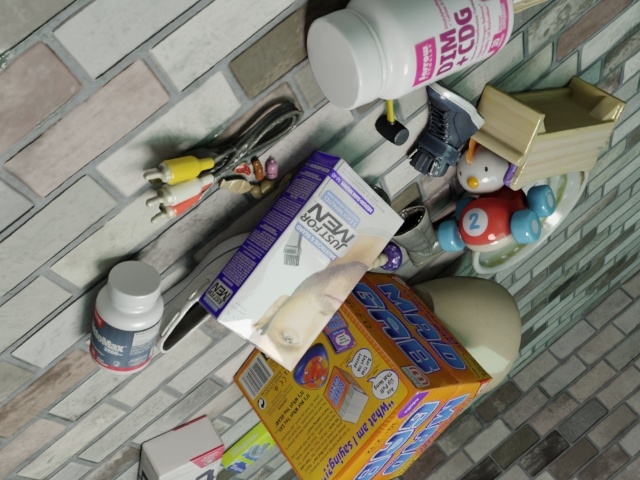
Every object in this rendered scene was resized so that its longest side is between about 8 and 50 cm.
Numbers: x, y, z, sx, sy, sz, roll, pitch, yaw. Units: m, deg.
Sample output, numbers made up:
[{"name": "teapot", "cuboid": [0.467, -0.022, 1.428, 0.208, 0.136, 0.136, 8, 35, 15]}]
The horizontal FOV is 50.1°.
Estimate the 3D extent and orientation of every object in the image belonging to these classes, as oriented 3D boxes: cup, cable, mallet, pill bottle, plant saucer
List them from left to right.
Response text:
[{"name": "pill bottle", "cuboid": [-0.316, 0.124, 1.120, 0.107, 0.108, 0.180, -14, 139, -38]}, {"name": "cable", "cuboid": [-0.144, -0.110, 1.047, 0.287, 0.072, 0.139, -26, 152, -25]}, {"name": "mallet", "cuboid": [0.125, -0.243, 1.186, 0.039, 0.062, 0.190, -32, 148, -17]}, {"name": "pill bottle", "cuboid": [0.132, -0.306, 1.015, 0.283, 0.160, 0.160, -28, 147, -21]}, {"name": "cup", "cuboid": [0.326, 0.232, 1.821, 0.236, 0.331, 0.331, 20, 117, -33]}, {"name": "plant saucer", "cuboid": [0.527, -0.085, 1.803, 0.400, 0.100, 0.401, -28, 147, -20]}]

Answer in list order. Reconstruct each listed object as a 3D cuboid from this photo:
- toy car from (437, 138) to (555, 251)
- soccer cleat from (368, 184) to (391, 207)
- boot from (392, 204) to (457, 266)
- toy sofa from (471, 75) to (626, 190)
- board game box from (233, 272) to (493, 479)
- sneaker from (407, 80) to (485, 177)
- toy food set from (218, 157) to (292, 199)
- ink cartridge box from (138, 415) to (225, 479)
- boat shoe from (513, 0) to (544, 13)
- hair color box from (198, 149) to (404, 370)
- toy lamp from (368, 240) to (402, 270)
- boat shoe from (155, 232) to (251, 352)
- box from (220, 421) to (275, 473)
[{"name": "toy car", "cuboid": [0.358, -0.118, 1.503, 0.210, 0.219, 0.238, -46, 117, -42]}, {"name": "soccer cleat", "cuboid": [0.000, 0.000, 1.343, 0.318, 0.109, 0.116, -37, 174, -15]}, {"name": "boot", "cuboid": [0.257, -0.033, 1.610, 0.189, 0.076, 0.208, -42, 143, -3]}, {"name": "toy sofa", "cuboid": [0.488, -0.242, 1.494, 0.362, 0.150, 0.177, -15, 134, -38]}, {"name": "board game box", "cuboid": [0.096, 0.321, 1.588, 0.356, 0.356, 0.357, 8, 125, -52]}, {"name": "sneaker", "cuboid": [0.224, -0.209, 1.318, 0.163, 0.086, 0.226, -50, 150, 11]}, {"name": "toy food set", "cuboid": [-0.108, -0.108, 1.144, 0.122, 0.019, 0.078, 16, 118, -46]}, {"name": "ink cartridge box", "cuboid": [-0.340, 0.554, 1.651, 0.171, 0.100, 0.237, -17, 142, -33]}, {"name": "boat shoe", "cuboid": [0.415, -0.487, 1.163, 0.302, 0.113, 0.103, -25, 149, -7]}, {"name": "hair color box", "cuboid": [-0.030, 0.034, 1.193, 0.185, 0.110, 0.339, 41, 85, -31]}, {"name": "toy lamp", "cuboid": [0.076, 0.058, 1.471, 0.274, 0.080, 0.080, -19, 144, -50]}, {"name": "boat shoe", "cuboid": [-0.201, 0.096, 1.230, 0.267, 0.088, 0.096, -37, 149, -6]}, {"name": "box", "cuboid": [-0.201, 0.583, 1.902, 0.178, 0.042, 0.109, -40, 149, -4]}]
